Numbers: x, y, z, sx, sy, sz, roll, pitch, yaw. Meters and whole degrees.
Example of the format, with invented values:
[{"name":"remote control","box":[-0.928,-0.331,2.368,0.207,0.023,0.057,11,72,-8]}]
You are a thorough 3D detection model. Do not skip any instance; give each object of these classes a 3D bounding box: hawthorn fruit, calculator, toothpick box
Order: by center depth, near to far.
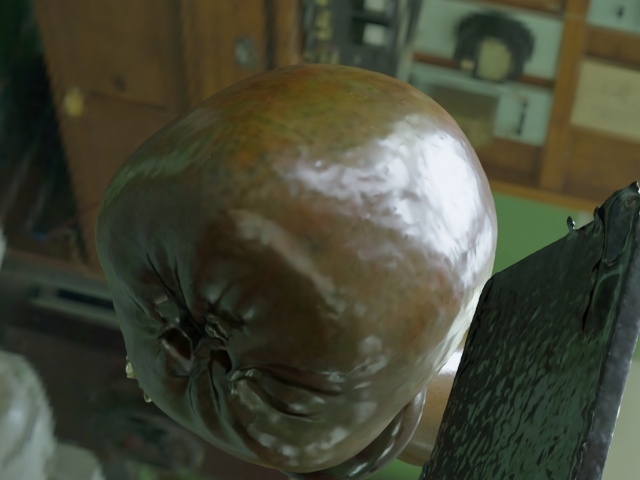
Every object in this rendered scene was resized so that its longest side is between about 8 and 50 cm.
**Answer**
[{"name":"calculator","box":[0.069,0.112,0.725,0.161,0.021,0.261,144,-33,-67]},{"name":"hawthorn fruit","box":[0.000,0.000,1.276,0.301,0.268,0.267,-48,153,-42]},{"name":"toothpick box","box":[0.052,0.134,1.686,0.294,0.192,0.192,14,89,-57]}]

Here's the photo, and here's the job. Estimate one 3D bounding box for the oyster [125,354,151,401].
[{"name":"oyster","box":[-0.093,0.053,1.434,0.108,0.053,0.165,22,101,-45]}]
